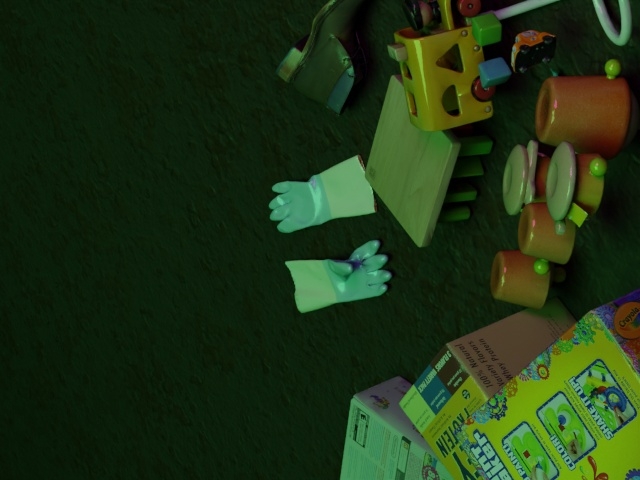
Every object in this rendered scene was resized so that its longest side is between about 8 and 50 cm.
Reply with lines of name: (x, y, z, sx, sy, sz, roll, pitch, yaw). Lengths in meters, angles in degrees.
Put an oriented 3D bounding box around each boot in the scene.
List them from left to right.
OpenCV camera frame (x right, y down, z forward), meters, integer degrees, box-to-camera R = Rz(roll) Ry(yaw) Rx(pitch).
boot: (0.037, -0.261, 2.071, 0.106, 0.082, 0.219, 42, 133, 1)

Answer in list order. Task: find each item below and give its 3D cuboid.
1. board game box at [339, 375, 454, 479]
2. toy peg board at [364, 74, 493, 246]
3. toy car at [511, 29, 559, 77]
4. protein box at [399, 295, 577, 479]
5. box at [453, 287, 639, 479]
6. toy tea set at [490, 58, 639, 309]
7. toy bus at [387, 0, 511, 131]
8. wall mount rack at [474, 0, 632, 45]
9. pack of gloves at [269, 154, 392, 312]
board game box: (0.163, 0.360, 2.144, 0.303, 0.097, 0.224, 34, 130, 38)
toy peg board: (0.141, -0.104, 2.008, 0.160, 0.079, 0.161, 55, 141, 43)
toy car: (0.245, -0.198, 1.805, 0.040, 0.060, 0.122, 53, 175, 36)
protein box: (0.247, 0.206, 1.895, 0.200, 0.201, 0.136, 53, 138, 20)
box: (0.352, 0.171, 1.687, 0.177, 0.290, 0.279, 57, 139, 16)
toy tea set: (0.292, -0.050, 1.814, 0.336, 0.124, 0.200, 109, 165, -60)
toy bus: (0.135, -0.228, 1.857, 0.191, 0.104, 0.202, 92, 159, -60)
wall mount rack: (0.228, -0.368, 1.751, 0.304, 0.130, 0.350, -163, 58, -83)
pack of gloves: (0.000, 0.000, 2.226, 0.232, 0.046, 0.195, -16, 94, 51)
